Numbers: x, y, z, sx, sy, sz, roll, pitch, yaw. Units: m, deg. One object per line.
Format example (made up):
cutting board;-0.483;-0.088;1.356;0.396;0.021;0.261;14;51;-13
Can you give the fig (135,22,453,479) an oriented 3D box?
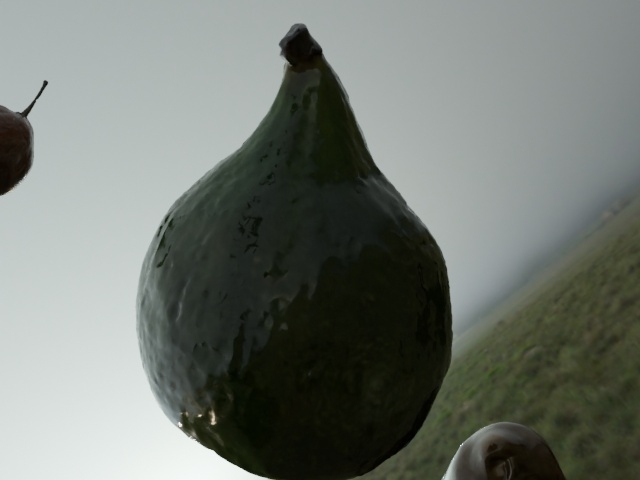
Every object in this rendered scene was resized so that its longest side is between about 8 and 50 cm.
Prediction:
fig;0.000;0.000;0.397;0.203;0.203;0.235;-11;-59;-61

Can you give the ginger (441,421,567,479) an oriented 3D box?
ginger;0.161;0.334;0.594;0.176;0.254;0.418;-8;-29;-2

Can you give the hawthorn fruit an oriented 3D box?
hawthorn fruit;-0.230;-0.076;0.478;0.103;0.066;0.067;-49;-8;-26
